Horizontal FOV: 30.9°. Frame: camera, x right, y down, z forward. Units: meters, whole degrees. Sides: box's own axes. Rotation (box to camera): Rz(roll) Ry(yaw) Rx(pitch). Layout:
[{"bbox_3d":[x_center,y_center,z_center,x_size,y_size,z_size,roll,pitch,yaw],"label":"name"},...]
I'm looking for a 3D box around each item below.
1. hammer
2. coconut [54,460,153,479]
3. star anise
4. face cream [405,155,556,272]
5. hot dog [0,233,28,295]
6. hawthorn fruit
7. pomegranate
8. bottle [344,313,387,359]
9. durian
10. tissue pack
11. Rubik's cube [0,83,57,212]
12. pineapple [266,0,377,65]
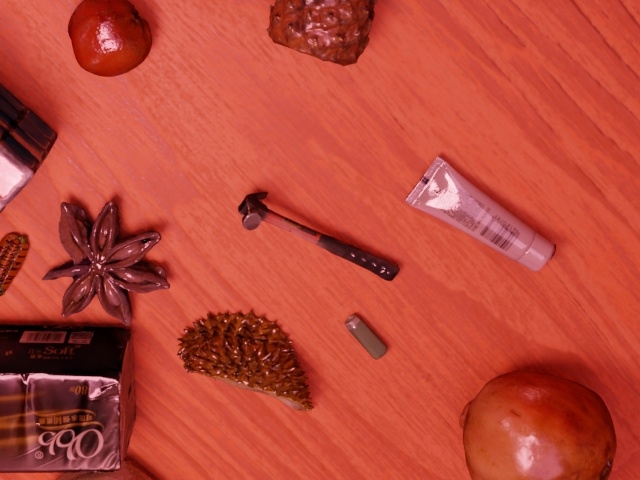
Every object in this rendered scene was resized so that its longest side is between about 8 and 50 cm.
[{"bbox_3d":[0.000,-0.001,1.815,0.287,0.111,0.033,25,110,-20],"label":"hammer"},{"bbox_3d":[-0.354,0.480,1.887,0.227,0.230,0.227,-1,110,-4],"label":"coconut"},{"bbox_3d":[-0.328,0.038,1.816,0.196,0.073,0.212,17,111,-5],"label":"star anise"},{"bbox_3d":[0.259,-0.032,1.837,0.243,0.058,0.092,33,111,-8],"label":"face cream"},{"bbox_3d":[-0.499,0.043,1.827,0.049,0.037,0.122,26,105,-8],"label":"hot dog"},{"bbox_3d":[-0.308,-0.298,1.678,0.128,0.128,0.128,-1,110,-3],"label":"hawthorn fruit"},{"bbox_3d":[0.338,0.323,1.874,0.270,0.252,0.229,21,100,34],"label":"pomegranate"},{"bbox_3d":[0.074,0.158,1.903,0.030,0.030,0.083,-39,106,10],"label":"bottle"},{"bbox_3d":[-0.112,0.211,1.878,0.252,0.144,0.139,14,130,-13],"label":"durian"},{"bbox_3d":[-0.472,0.240,1.814,0.369,0.210,0.198,0,104,-2],"label":"tissue pack"},{"bbox_3d":[-0.561,-0.120,1.646,0.253,0.256,0.259,-43,107,9],"label":"Rubik's cube"},{"bbox_3d":[0.027,-0.395,1.659,0.157,0.158,0.279,17,96,-9],"label":"pineapple"}]
